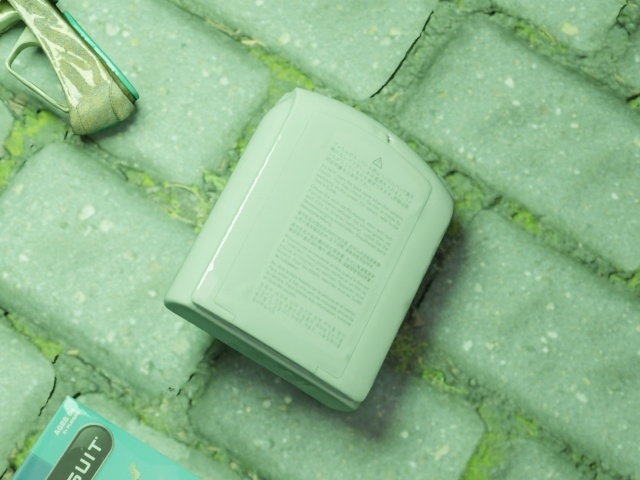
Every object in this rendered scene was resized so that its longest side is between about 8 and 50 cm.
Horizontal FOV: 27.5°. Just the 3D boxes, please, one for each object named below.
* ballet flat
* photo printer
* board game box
[{"bbox_3d":[-0.342,-0.255,1.538,0.106,0.107,0.316,-37,80,-1],"label":"ballet flat"},{"bbox_3d":[0.000,0.000,1.467,0.256,0.107,0.307,33,71,-19],"label":"photo printer"},{"bbox_3d":[-0.197,0.363,1.385,0.336,0.079,0.253,31,73,3],"label":"board game box"}]
